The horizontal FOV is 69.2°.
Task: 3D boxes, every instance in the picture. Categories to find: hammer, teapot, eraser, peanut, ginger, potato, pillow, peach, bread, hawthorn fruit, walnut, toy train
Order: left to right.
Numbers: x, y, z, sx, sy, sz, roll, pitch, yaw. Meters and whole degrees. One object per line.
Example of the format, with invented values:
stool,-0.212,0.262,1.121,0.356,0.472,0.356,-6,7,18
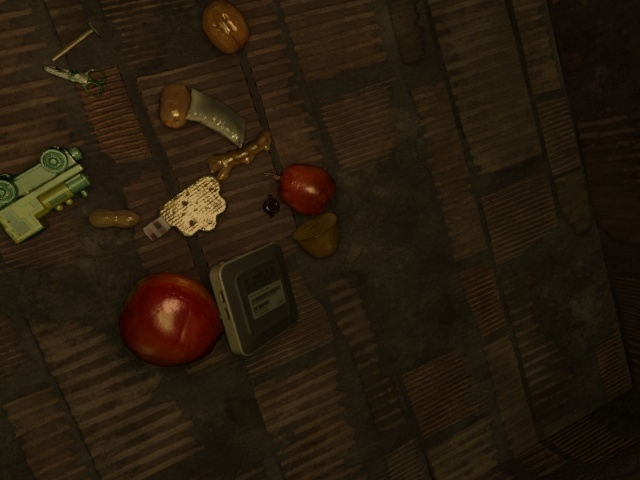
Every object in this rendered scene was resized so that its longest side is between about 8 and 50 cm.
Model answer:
toy train,-0.993,-0.183,1.668,0.369,0.150,0.237,-35,112,-11
hammer,-0.907,-0.721,1.711,0.199,0.013,0.062,-43,104,-9
peanut,-0.782,-0.083,1.766,0.187,0.082,0.082,2,94,-16
eraser,-0.639,-0.047,1.811,0.105,0.026,0.065,-30,109,28
peach,-0.543,0.296,1.709,0.372,0.290,0.373,1,88,-28
potato,-0.558,-0.514,1.781,0.118,0.109,0.178,12,73,-32
bread,-0.495,-0.120,1.863,0.286,0.056,0.207,-35,100,-11
pillow,-0.404,-0.475,1.814,0.254,0.078,0.144,26,63,-33
walnut,-0.368,-0.826,1.792,0.165,0.165,0.197,-38,112,-11
ginger,-0.320,-0.356,1.887,0.299,0.065,0.118,-36,85,-13
teapot,-0.211,-0.145,1.955,0.068,0.045,0.100,-1,76,-40
hawthorn fruit,-0.087,-0.225,1.907,0.299,0.211,0.211,23,88,-9
potato,0.000,0.000,1.979,0.203,0.178,0.158,-40,122,-35

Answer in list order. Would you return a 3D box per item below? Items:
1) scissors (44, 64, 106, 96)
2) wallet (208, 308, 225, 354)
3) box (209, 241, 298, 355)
scissors,-0.906,-0.603,1.714,0.204,0.027,0.101,11,88,-20
wallet,-0.560,0.298,1.883,0.377,0.051,0.197,32,88,-16
box,-0.249,0.221,1.847,0.367,0.090,0.373,-28,107,-54
